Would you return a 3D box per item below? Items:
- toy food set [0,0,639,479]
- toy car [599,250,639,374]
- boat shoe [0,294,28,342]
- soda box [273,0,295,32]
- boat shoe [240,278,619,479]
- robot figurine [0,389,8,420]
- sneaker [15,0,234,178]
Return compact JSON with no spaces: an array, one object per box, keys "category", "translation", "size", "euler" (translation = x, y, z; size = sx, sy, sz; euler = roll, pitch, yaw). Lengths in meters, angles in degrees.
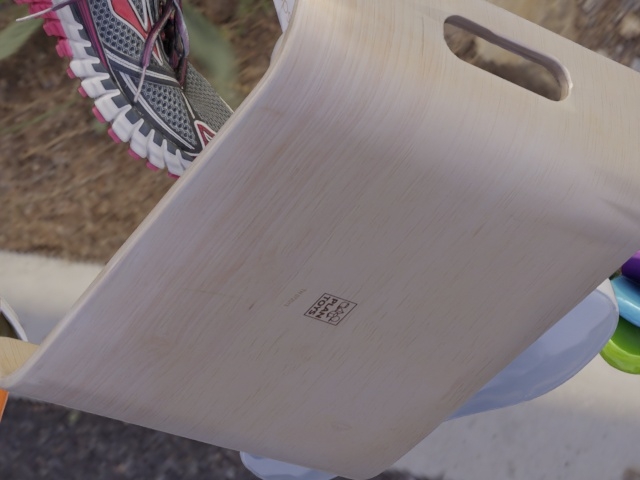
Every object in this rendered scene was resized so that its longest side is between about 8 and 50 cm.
[{"category":"toy food set","translation":[0.000,0.000,0.828],"size":[0.220,0.092,0.306],"euler":[19,132,-30]},{"category":"toy car","translation":[0.325,0.040,1.573],"size":[0.159,0.182,0.136],"euler":[32,153,19]},{"category":"boat shoe","translation":[-0.418,0.056,1.804],"size":[0.156,0.136,0.367],"euler":[22,158,29]},{"category":"soda box","translation":[-0.013,-0.284,1.757],"size":[0.074,0.069,0.216],"euler":[119,141,-55]},{"category":"boat shoe","translation":[0.071,0.073,1.184],"size":[0.113,0.105,0.306],"euler":[36,128,-29]},{"category":"robot figurine","translation":[-0.270,0.062,0.998],"size":[0.128,0.219,0.158],"euler":[-9,118,11]},{"category":"sneaker","translation":[-0.138,-0.166,1.191],"size":[0.112,0.121,0.299],"euler":[-28,123,12]}]
